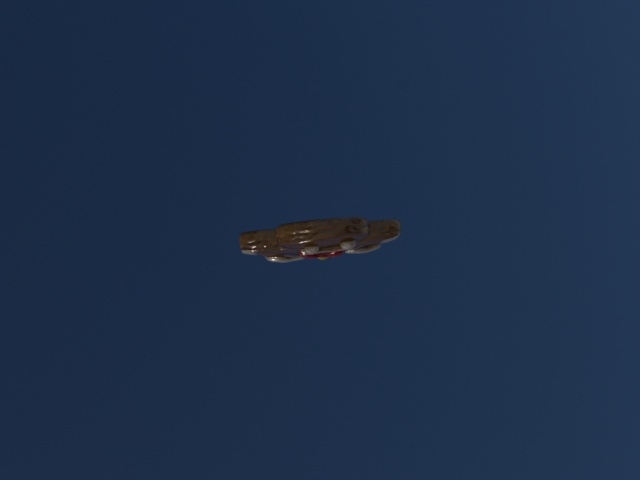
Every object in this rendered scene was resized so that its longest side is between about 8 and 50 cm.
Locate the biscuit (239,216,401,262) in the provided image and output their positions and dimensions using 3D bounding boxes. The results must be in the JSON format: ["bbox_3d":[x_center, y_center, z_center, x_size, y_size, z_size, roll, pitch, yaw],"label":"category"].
[{"bbox_3d":[0.000,0.001,1.045,0.138,0.205,0.031,-5,-94,-3],"label":"biscuit"}]
